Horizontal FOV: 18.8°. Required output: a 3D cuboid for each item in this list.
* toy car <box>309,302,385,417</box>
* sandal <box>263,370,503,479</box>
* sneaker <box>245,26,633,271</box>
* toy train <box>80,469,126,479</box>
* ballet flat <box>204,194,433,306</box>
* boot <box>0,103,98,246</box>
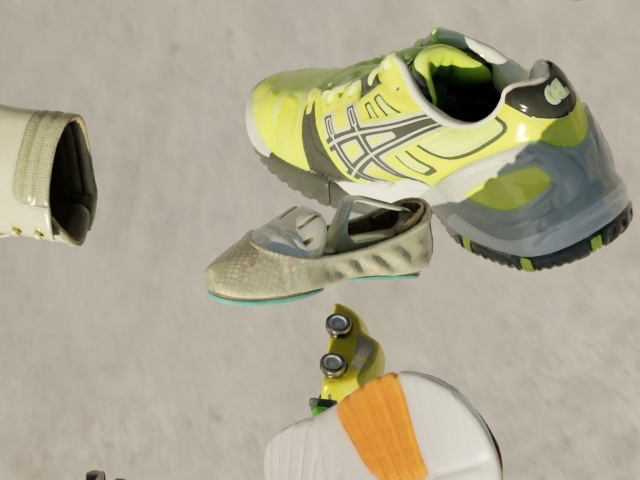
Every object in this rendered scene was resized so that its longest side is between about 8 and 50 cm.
[{"bbox_3d":[0.017,0.163,1.518,0.053,0.225,0.239,6,83,3],"label":"toy car"},{"bbox_3d":[0.050,0.135,1.209,0.076,0.265,0.102,-7,84,-30],"label":"sandal"},{"bbox_3d":[0.080,-0.099,1.481,0.145,0.385,0.147,-34,123,-31],"label":"sneaker"},{"bbox_3d":[-0.094,0.118,0.672,0.036,0.158,0.027,-2,104,10],"label":"toy train"},{"bbox_3d":[0.000,0.000,1.109,0.168,0.057,0.052,-9,116,-45],"label":"ballet flat"},{"bbox_3d":[-0.253,-0.010,1.462,0.165,0.077,0.213,14,109,23],"label":"boot"}]
